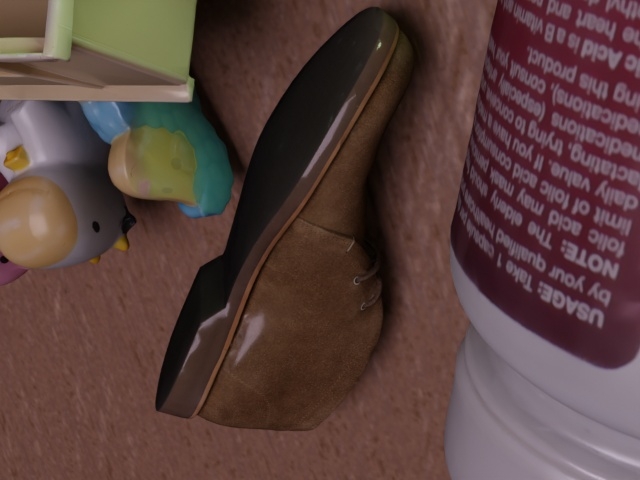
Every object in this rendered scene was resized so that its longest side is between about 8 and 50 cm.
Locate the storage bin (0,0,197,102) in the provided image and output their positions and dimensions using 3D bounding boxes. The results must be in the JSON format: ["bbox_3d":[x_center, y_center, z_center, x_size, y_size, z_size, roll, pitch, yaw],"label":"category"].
[{"bbox_3d":[-0.191,-0.216,0.582,0.260,0.123,0.262,5,88,28],"label":"storage bin"}]

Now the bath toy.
[{"bbox_3d":[-0.227,-0.029,0.749,0.348,0.151,0.129,-16,138,34],"label":"bath toy"}]

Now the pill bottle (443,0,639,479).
[{"bbox_3d":[0.177,-0.053,0.440,0.224,0.224,0.392,20,119,21],"label":"pill bottle"}]

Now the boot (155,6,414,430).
[{"bbox_3d":[0.000,0.000,0.662,0.115,0.112,0.305,20,120,-14],"label":"boot"}]
